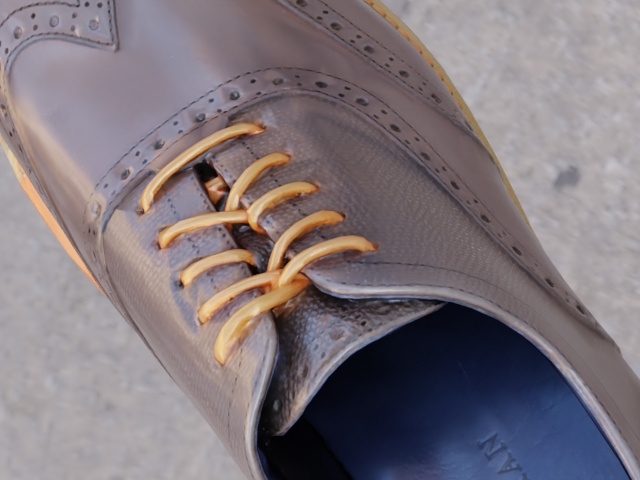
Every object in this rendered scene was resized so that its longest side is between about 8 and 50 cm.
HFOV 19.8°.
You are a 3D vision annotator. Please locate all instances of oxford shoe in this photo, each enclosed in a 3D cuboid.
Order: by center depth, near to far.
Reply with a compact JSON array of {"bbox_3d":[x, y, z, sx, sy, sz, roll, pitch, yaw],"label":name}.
[{"bbox_3d":[0.000,0.000,0.527,0.130,0.133,0.363,-44,76,3],"label":"oxford shoe"}]
